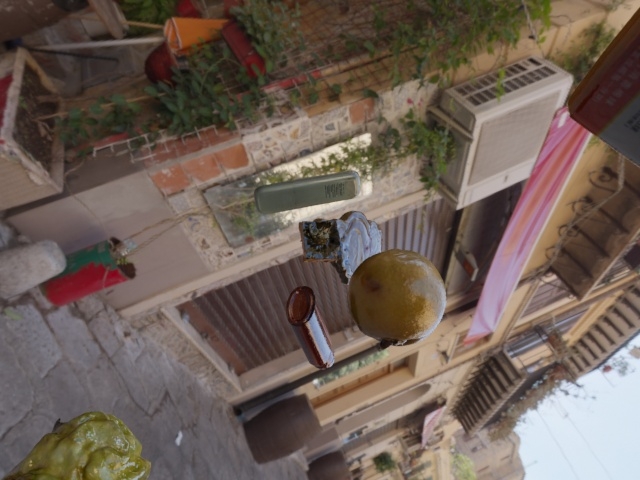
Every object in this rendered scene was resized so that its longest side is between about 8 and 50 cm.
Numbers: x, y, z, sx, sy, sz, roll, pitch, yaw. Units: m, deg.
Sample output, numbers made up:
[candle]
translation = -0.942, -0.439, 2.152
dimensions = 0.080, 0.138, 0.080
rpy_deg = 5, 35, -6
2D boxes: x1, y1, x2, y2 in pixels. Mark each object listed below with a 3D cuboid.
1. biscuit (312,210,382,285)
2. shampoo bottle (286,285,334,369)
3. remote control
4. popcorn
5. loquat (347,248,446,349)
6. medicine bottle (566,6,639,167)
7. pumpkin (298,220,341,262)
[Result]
[biscuit]
translation = 0.068, 0.014, 0.981
dimensions = 0.320, 0.047, 0.183
rpy_deg = 26, 73, -52
[shampoo bottle]
translation = -0.017, 0.221, 0.952
dimensions = 0.260, 0.065, 0.102
rpy_deg = 74, 15, -46
[remote control]
translation = -0.032, -0.134, 1.154
dimensions = 0.038, 0.310, 0.090
rpy_deg = -117, -162, -58
[popcorn]
translation = -0.390, 0.374, 0.618
dimensions = 0.192, 0.233, 0.266
rpy_deg = 54, -13, 16
[loquat]
translation = 0.155, 0.120, 0.834
dimensions = 0.208, 0.208, 0.207
rpy_deg = 159, -90, -82
[medicine bottle]
translation = 0.318, -0.095, 0.276
dimensions = 0.222, 0.112, 0.149
rpy_deg = 46, -24, 18
[pumpkin]
translation = 0.000, 0.000, 0.778
dimensions = 0.054, 0.074, 0.083
rpy_deg = 131, -47, -67
